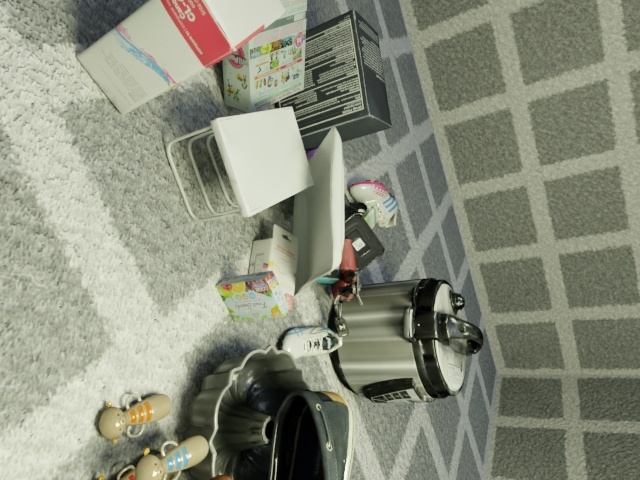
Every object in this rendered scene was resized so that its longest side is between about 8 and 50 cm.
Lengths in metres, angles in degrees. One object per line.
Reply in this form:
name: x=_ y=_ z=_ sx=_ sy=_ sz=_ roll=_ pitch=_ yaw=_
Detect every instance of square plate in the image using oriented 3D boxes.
square plate: x=-0.009 y=-0.052 z=1.101 sx=0.049 sy=0.347 sz=0.344 roll=6 pitch=71 yaw=-17

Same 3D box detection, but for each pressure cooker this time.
pressure cooker: x=0.279 y=0.299 z=1.347 sx=0.370 sy=0.420 sz=0.375 roll=-42 pitch=118 yaw=-56

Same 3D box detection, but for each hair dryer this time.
hair dryer: x=0.089 y=0.110 z=1.254 sx=0.293 sy=0.080 sz=0.223 roll=-99 pitch=-159 yaw=-45

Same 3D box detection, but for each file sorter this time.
file sorter: x=-0.173 y=-0.171 z=0.976 sx=0.278 sy=0.173 sz=0.192 roll=-37 pitch=114 yaw=-56

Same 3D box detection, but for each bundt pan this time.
bundt pan: x=-0.150 y=0.386 z=0.895 sx=0.331 sy=0.124 sz=0.330 roll=24 pitch=62 yaw=-55

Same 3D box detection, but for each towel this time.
towel: x=0.145 y=-0.042 z=1.521 sx=0.152 sy=0.023 sz=0.113 roll=-48 pitch=155 yaw=-19

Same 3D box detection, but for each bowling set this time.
bowling set: x=-0.247 y=0.385 z=0.673 sx=0.154 sy=0.200 sz=0.287 roll=3 pitch=74 yaw=-57

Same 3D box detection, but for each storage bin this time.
storage bin: x=0.109 y=-0.005 z=1.406 sx=0.180 sy=0.122 sz=0.084 roll=52 pitch=0 yaw=-25

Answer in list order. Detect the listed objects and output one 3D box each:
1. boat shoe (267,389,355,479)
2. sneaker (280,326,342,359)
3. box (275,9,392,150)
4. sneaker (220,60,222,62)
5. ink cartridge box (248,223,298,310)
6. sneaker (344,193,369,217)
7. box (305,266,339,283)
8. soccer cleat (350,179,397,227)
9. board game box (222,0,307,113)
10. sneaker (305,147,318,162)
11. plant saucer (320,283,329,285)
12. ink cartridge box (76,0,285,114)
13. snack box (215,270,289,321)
boat shoe: x=-0.036 y=0.506 z=0.762 sx=0.156 sy=0.187 sz=0.500 roll=42 pitch=42 yaw=-39
sneaker: x=-0.022 y=0.277 z=1.180 sx=0.237 sy=0.086 sz=0.085 roll=7 pitch=77 yaw=-57
box: x=0.026 y=-0.446 z=1.275 sx=0.183 sy=0.296 sz=0.294 roll=-1 pitch=83 yaw=-60
sneaker: x=-0.190 y=-0.490 z=1.136 sx=0.236 sy=0.095 sz=0.104 roll=-8 pitch=95 yaw=-55
ink cartridge box: x=-0.119 y=0.071 z=1.098 sx=0.115 sy=0.067 sz=0.198 roll=35 pitch=53 yaw=-50
sneaker: x=0.100 y=-0.121 z=1.508 sx=0.217 sy=0.079 sz=0.121 roll=-45 pitch=121 yaw=-53
box: x=0.000 y=0.000 z=1.277 sx=0.101 sy=0.060 sz=0.244 roll=7 pitch=71 yaw=-15
soccer cleat: x=0.222 y=-0.133 z=1.679 sx=0.331 sy=0.116 sz=0.143 roll=17 pitch=66 yaw=-57
board game box: x=-0.131 y=-0.489 z=1.038 sx=0.224 sy=0.097 sz=0.303 roll=-42 pitch=148 yaw=-41
sneaker: x=-0.021 y=-0.224 z=1.311 sx=0.068 sy=0.071 sz=0.170 roll=52 pitch=25 yaw=-46
plant saucer: x=0.000 y=0.082 z=1.337 sx=0.119 sy=0.021 sz=0.119 roll=27 pitch=58 yaw=-54
ink cartridge box: x=-0.248 y=-0.375 z=0.783 sx=0.131 sy=0.306 sz=0.226 roll=58 pitch=37 yaw=-31
snack box: x=-0.150 y=0.125 z=0.956 sx=0.037 sy=0.141 sz=0.100 roll=-52 pitch=125 yaw=-53
